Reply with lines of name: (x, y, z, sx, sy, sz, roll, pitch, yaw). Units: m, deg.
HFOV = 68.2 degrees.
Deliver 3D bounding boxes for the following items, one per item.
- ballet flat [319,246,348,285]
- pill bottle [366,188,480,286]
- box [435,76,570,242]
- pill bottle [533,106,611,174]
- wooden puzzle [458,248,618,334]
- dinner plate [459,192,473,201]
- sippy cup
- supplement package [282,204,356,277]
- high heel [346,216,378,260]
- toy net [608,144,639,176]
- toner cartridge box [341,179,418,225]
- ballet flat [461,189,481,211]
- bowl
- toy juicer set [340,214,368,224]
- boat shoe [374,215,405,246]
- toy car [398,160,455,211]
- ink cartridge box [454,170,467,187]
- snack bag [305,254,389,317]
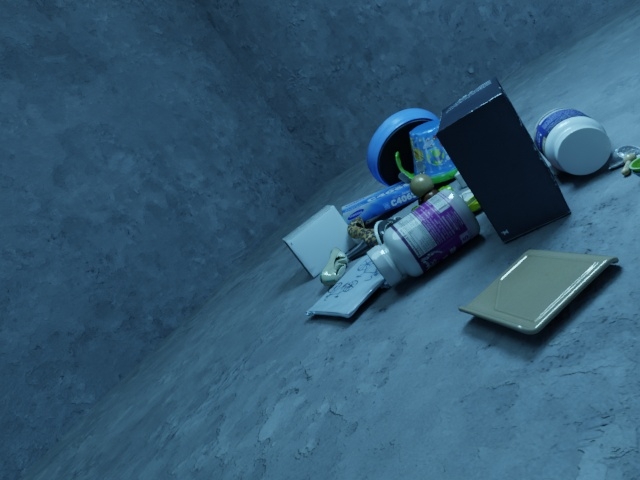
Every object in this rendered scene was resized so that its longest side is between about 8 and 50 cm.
ballet flat: (0.069, 0.098, 1.860, 0.086, 0.086, 0.248, -30, 17, 30)
pill bottle: (0.290, -0.001, 1.367, 0.302, 0.169, 0.169, -36, 12, 4)
box: (0.480, -0.226, 1.263, 0.179, 0.343, 0.312, -30, 14, 28)
pill bottle: (0.691, -0.274, 1.304, 0.153, 0.153, 0.264, -32, 12, 23)
wooden puzzle: (0.422, 0.097, 0.934, 0.239, 0.044, 0.221, -34, 11, -11)
dinner plate: (0.486, -0.134, 1.688, 0.141, 0.017, 0.141, -35, 10, 7)
sippy cup: (0.489, -0.388, 2.019, 0.306, 0.223, 0.240, -26, 21, -8)
supplement package: (0.000, 0.000, 2.100, 0.262, 0.204, 0.145, -38, 11, -6)
high heel: (0.198, -0.046, 1.953, 0.186, 0.093, 0.261, -36, 26, 35)
toy net: (0.753, -0.200, 1.103, 0.122, 0.045, 0.232, -33, 12, 16)
toner cartridge box: (0.270, -0.174, 2.152, 0.348, 0.075, 0.165, -23, 12, 6)
ballet flat: (0.459, -0.109, 1.516, 0.231, 0.077, 0.077, -34, 13, 14)
bowl: (0.406, -0.410, 2.173, 0.391, 0.391, 0.077, -36, 43, 5)
toy juicer set: (0.099, -0.052, 2.338, 0.329, 0.089, 0.209, -23, 29, 21)
boat shoe: (0.261, -0.031, 1.574, 0.091, 0.114, 0.303, -20, 3, 25)
toy car: (0.382, -0.197, 1.772, 0.155, 0.188, 0.149, -36, 1, 4)
ink cartridge box: (0.595, -0.276, 1.804, 0.109, 0.063, 0.150, -23, 18, 47)
snack bag: (0.133, 0.146, 1.571, 0.343, 0.037, 0.323, -41, 12, -24)
